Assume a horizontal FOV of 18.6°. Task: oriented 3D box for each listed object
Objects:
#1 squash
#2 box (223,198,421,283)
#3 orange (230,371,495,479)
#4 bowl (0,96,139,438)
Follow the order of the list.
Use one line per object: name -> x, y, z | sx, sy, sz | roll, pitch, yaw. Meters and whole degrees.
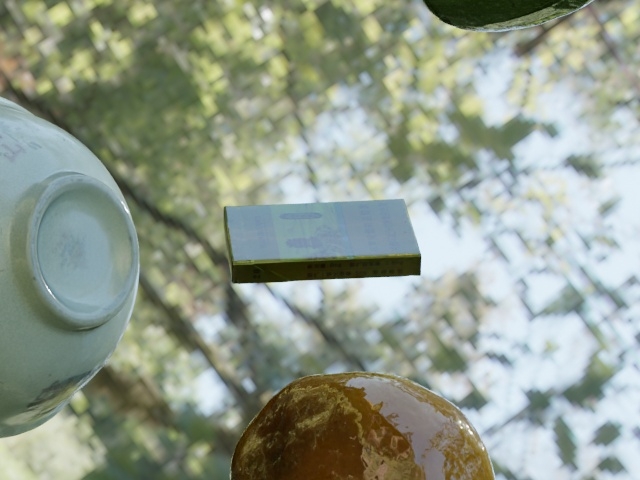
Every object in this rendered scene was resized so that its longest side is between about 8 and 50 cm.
squash -> 0.144, -0.194, 1.423 | 0.219, 0.068, 0.077 | -8, -101, 60
box -> 0.000, 0.000, 2.013 | 0.121, 0.193, 0.030 | -103, -169, -60
orange -> 0.042, 0.215, 1.744 | 0.249, 0.183, 0.249 | 14, -57, 22
bowl -> -0.347, 0.021, 2.347 | 0.196, 0.435, 0.435 | -6, -61, 40
